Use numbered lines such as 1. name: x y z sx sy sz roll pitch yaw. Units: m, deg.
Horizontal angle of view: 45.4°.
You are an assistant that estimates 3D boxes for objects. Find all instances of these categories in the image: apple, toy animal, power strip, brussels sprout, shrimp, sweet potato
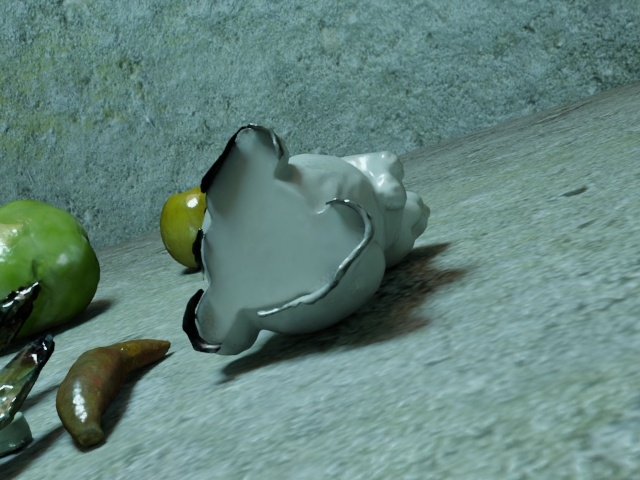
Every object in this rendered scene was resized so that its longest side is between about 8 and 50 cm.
1. apple: -0.229 -0.030 1.498 0.182 0.155 0.182 -21 9 3
2. toy animal: 0.000 0.000 0.864 0.258 0.194 0.357 -41 -12 12
3. power strip: -0.348 0.193 0.785 0.191 0.030 0.047 -8 14 47
4. brussels sprout: -0.532 0.062 1.368 0.274 0.242 0.316 -45 9 -9
5. shrimp: -0.352 0.146 0.761 0.233 0.071 0.365 -12 27 24
6. sweet potato: -0.220 0.139 0.777 0.078 0.058 0.255 -2 7 3
